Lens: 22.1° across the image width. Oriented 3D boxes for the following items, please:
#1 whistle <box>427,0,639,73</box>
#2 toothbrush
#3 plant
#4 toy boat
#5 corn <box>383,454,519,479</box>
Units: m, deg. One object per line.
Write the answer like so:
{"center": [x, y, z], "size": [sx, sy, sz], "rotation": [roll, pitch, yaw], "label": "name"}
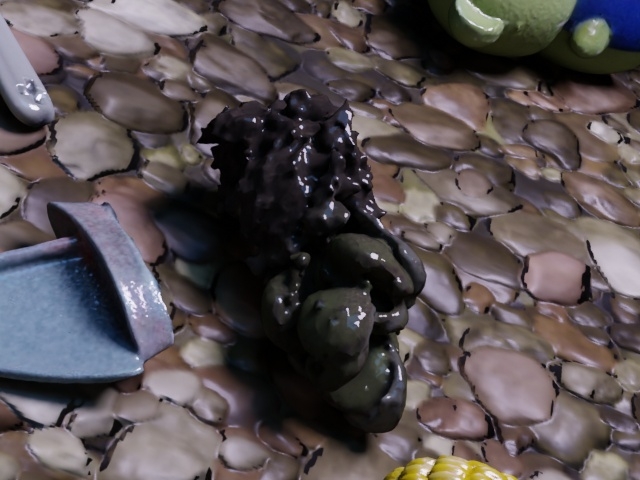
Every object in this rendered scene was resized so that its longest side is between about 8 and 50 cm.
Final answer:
{"center": [0.150, -0.144, 0.934], "size": [0.227, 0.085, 0.105], "rotation": [4, 54, -25], "label": "whistle"}
{"center": [-0.199, -0.156, 0.803], "size": [0.030, 0.030, 0.304], "rotation": [-8, 50, -37], "label": "toothbrush"}
{"center": [0.000, 0.000, 0.682], "size": [0.085, 0.087, 0.174], "rotation": [28, 32, -41], "label": "plant"}
{"center": [-0.124, 0.027, 0.618], "size": [0.122, 0.034, 0.096], "rotation": [-13, 50, -29], "label": "toy boat"}
{"center": [0.045, 0.144, 0.533], "size": [0.085, 0.063, 0.165], "rotation": [42, 33, -17], "label": "corn"}
